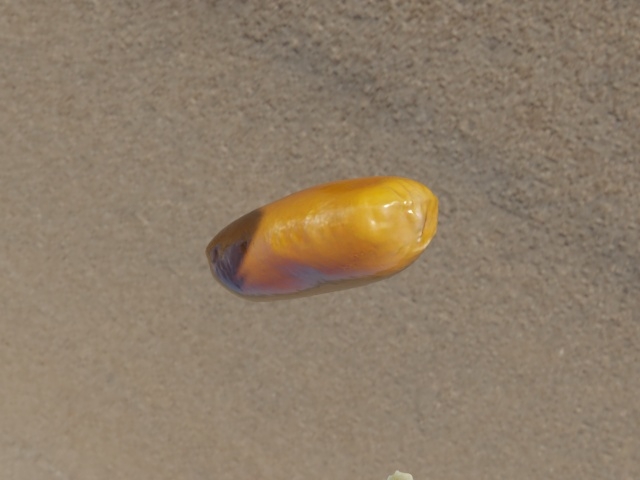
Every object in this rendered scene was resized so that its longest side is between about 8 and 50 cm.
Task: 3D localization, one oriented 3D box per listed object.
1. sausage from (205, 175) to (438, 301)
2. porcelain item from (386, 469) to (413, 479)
[{"bbox_3d":[0.000,0.000,0.876,0.238,0.098,0.098,-17,116,48],"label":"sausage"},{"bbox_3d":[0.086,0.263,1.077,0.036,0.028,0.083,-20,133,-4],"label":"porcelain item"}]
